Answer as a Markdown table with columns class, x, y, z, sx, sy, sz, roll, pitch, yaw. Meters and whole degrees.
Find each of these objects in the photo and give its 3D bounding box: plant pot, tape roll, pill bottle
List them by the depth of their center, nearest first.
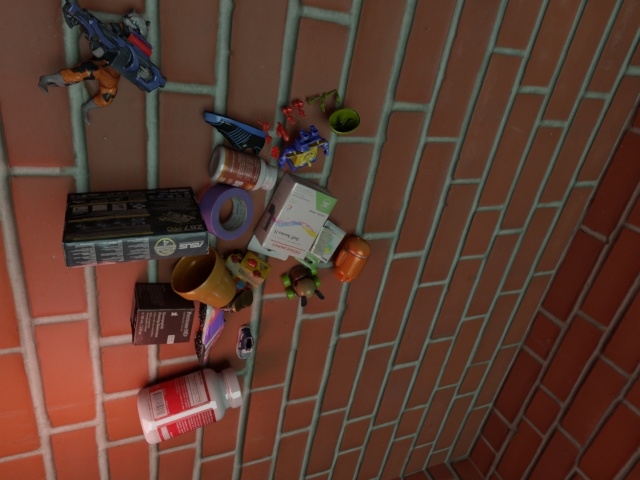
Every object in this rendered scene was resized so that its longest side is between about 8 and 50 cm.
| class | x | y | z | sx | sy | sz | roll | pitch | yaw |
| --- | --- | --- | --- | --- | --- | --- | --- | --- | --- |
| pill bottle | -0.266 | -0.242 | 1.589 | 0.216 | 0.121 | 0.121 | 12 | 113 | -31 |
| tape roll | -0.333 | -0.102 | 1.623 | 0.189 | 0.080 | 0.189 | -27 | 127 | -42 |
| plant pot | -0.417 | 0.153 | 1.716 | 0.205 | 0.205 | 0.188 | -38 | 135 | 0 |
| pill bottle | -0.550 | 0.689 | 1.961 | 0.407 | 0.229 | 0.229 | -14 | 125 | -18 |

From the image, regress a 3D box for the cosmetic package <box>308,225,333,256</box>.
| class | x | y | z | sx | sy | sz | roll | pitch | yaw |
| --- | --- | --- | --- | --- | --- | --- | --- | --- | --- |
| cosmetic package | 0.000 | 0.000 | 1.821 | 0.060 | 0.041 | 0.115 | 23 | 94 | -27 |

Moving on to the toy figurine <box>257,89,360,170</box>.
| class | x | y | z | sx | sy | sz | roll | pitch | yaw |
| --- | --- | --- | --- | --- | --- | --- | --- | --- | --- |
| toy figurine | -0.053 | -0.358 | 1.642 | 0.362 | 0.191 | 0.217 | -31 | 165 | -24 |

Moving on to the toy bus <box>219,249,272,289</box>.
| class | x | y | z | sx | sy | sz | roll | pitch | yaw |
| --- | --- | --- | --- | --- | --- | --- | --- | --- | --- |
| toy bus | -0.290 | 0.094 | 1.796 | 0.104 | 0.190 | 0.202 | -60 | 143 | -41 |

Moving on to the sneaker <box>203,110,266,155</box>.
| class | x | y | z | sx | sy | sz | roll | pitch | yaw |
| --- | --- | --- | --- | --- | --- | --- | --- | --- | --- |
| sneaker | -0.289 | -0.356 | 1.533 | 0.232 | 0.081 | 0.091 | 15 | 105 | -34 |

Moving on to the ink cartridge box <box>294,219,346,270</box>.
| class | x | y | z | sx | sy | sz | roll | pitch | yaw |
| --- | --- | --- | --- | --- | --- | --- | --- | --- | --- |
| ink cartridge box | 0.000 | 0.021 | 1.887 | 0.109 | 0.062 | 0.209 | 34 | 89 | -28 |

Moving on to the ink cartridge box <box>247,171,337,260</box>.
| class | x | y | z | sx | sy | sz | roll | pitch | yaw |
| --- | --- | --- | --- | --- | --- | --- | --- | --- | --- |
| ink cartridge box | -0.115 | -0.061 | 1.777 | 0.207 | 0.119 | 0.354 | 18 | 110 | -34 |

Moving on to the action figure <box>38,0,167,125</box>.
| class | x | y | z | sx | sy | sz | roll | pitch | yaw |
| --- | --- | --- | --- | --- | --- | --- | --- | --- | --- |
| action figure | -0.606 | -0.507 | 1.230 | 0.330 | 0.178 | 0.341 | -43 | 153 | -2 |

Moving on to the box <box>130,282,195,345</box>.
| class | x | y | z | sx | sy | sz | roll | pitch | yaw |
| --- | --- | --- | --- | --- | --- | --- | --- | --- | --- |
| box | -0.595 | 0.273 | 1.718 | 0.203 | 0.167 | 0.169 | 3 | 118 | -28 |

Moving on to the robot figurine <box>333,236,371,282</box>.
| class | x | y | z | sx | sy | sz | roll | pitch | yaw |
| --- | --- | --- | --- | --- | --- | --- | --- | --- | --- |
| robot figurine | 0.140 | 0.076 | 1.986 | 0.158 | 0.128 | 0.220 | 22 | 110 | -13 |

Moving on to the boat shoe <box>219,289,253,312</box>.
| class | x | y | z | sx | sy | sz | roll | pitch | yaw |
| --- | --- | --- | --- | --- | --- | --- | --- | --- | --- |
| boat shoe | -0.336 | 0.243 | 1.842 | 0.073 | 0.207 | 0.073 | -8 | 90 | 15 |

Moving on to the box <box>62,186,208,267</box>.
| class | x | y | z | sx | sy | sz | roll | pitch | yaw |
| --- | --- | --- | --- | --- | --- | --- | --- | --- | --- |
| box | -0.574 | -0.056 | 1.430 | 0.394 | 0.318 | 0.097 | -6 | 121 | -24 |

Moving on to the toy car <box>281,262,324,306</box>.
| class | x | y | z | sx | sy | sz | roll | pitch | yaw |
| --- | --- | --- | --- | --- | --- | --- | --- | --- | --- |
| toy car | -0.057 | 0.211 | 1.931 | 0.155 | 0.188 | 0.149 | -23 | 127 | -12 |

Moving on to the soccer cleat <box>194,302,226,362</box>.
| class | x | y | z | sx | sy | sz | roll | pitch | yaw |
| --- | --- | --- | --- | --- | --- | --- | --- | --- | --- |
| soccer cleat | -0.450 | 0.374 | 1.897 | 0.116 | 0.108 | 0.319 | -1 | 117 | -31 |

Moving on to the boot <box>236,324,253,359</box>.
| class | x | y | z | sx | sy | sz | roll | pitch | yaw |
| --- | --- | --- | --- | --- | --- | --- | --- | --- | --- |
| boot | -0.332 | 0.472 | 2.024 | 0.069 | 0.086 | 0.190 | -9 | 123 | -21 |
